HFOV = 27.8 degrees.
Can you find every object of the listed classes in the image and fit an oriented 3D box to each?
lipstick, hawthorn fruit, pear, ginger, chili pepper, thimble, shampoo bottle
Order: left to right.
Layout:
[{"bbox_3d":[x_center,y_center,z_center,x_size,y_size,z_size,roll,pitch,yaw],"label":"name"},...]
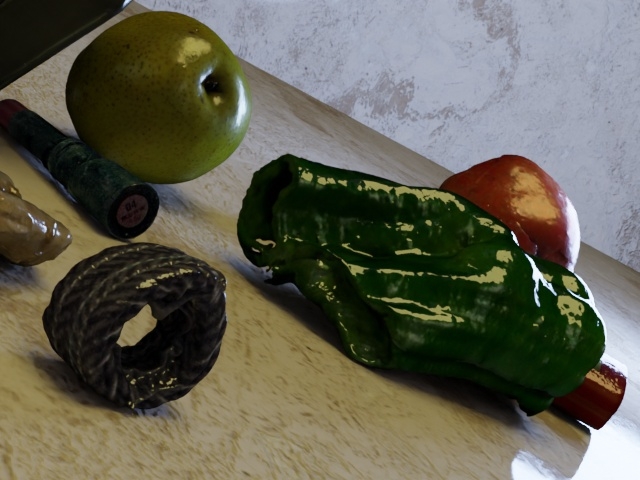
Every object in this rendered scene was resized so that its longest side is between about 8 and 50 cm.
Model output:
[{"bbox_3d":[-0.270,-0.047,0.919,0.258,0.065,0.149,33,-4,45],"label":"ginger"},{"bbox_3d":[-0.236,-0.073,1.183,0.234,0.053,0.053,33,9,39],"label":"lipstick"},{"bbox_3d":[-0.113,0.052,0.796,0.104,0.095,0.066,-26,37,-34],"label":"thimble"},{"bbox_3d":[-0.168,-0.146,1.350,0.198,0.198,0.198,29,10,-6],"label":"pear"},{"bbox_3d":[0.109,0.038,1.267,0.385,0.167,0.213,25,10,-22],"label":"chili pepper"},{"bbox_3d":[0.197,0.100,1.462,0.314,0.076,0.118,31,24,1],"label":"shampoo bottle"},{"bbox_3d":[0.265,0.008,1.790,0.211,0.211,0.299,25,21,-29],"label":"hawthorn fruit"}]

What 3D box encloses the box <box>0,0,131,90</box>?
[{"bbox_3d":[-0.279,-0.264,1.213,0.166,0.290,0.220,52,37,-20],"label":"box"}]
